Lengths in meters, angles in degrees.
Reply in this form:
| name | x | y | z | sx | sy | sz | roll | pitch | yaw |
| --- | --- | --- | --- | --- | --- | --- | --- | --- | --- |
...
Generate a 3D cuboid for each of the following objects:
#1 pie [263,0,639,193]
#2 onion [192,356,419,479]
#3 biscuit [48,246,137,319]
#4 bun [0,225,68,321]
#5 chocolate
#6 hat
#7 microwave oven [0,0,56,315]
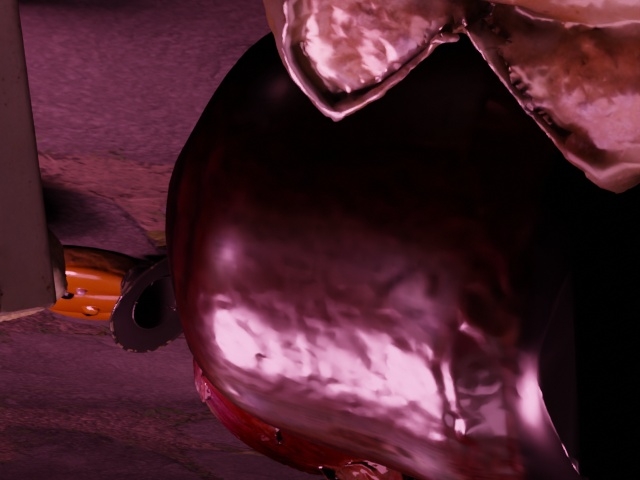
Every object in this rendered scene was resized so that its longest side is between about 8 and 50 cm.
| name | x | y | z | sx | sy | sz | roll | pitch | yaw |
| --- | --- | --- | --- | --- | --- | --- | --- | --- | --- |
| pie | 0.107 | -0.170 | 1.068 | 0.337 | 0.075 | 0.337 | 9 | 131 | 11 |
| onion | 0.050 | 0.148 | 1.915 | 0.347 | 0.285 | 0.347 | -5 | 162 | -2 |
| biscuit | -0.264 | 0.054 | 2.088 | 0.170 | 0.050 | 0.170 | 5 | 161 | 2 |
| bun | -0.349 | 0.007 | 1.881 | 0.221 | 0.108 | 0.221 | -3 | 160 | -1 |
| chocolate | 0.063 | 0.013 | 1.358 | 0.331 | 0.384 | 0.383 | -1 | 161 | 18 |
| hat | -0.180 | 0.058 | 2.018 | 0.050 | 0.121 | 0.121 | 40 | -172 | 39 |
| microwave oven | -0.398 | -0.054 | 1.263 | 0.394 | 0.247 | 0.333 | -9 | -173 | -16 |
